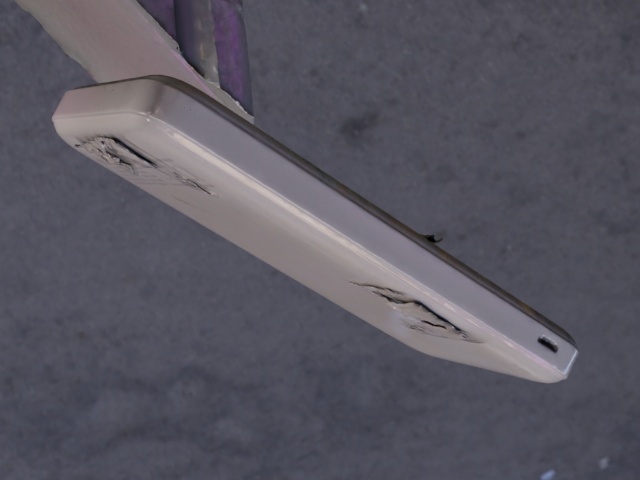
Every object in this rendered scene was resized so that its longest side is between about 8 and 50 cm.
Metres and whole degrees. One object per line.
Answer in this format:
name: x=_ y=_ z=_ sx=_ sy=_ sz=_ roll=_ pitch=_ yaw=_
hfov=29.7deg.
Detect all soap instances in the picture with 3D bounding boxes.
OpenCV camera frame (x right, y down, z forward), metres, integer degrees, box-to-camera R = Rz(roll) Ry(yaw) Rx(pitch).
soap: x=-0.205 y=-0.221 z=1.043 sx=0.258 sy=0.302 sz=0.159 roll=-4 pitch=174 yaw=-37

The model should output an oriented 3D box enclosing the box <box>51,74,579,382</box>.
box: x=0.000 y=0.000 z=0.633 sx=0.285 sy=0.142 sz=0.044 roll=31 pitch=76 yaw=-28
